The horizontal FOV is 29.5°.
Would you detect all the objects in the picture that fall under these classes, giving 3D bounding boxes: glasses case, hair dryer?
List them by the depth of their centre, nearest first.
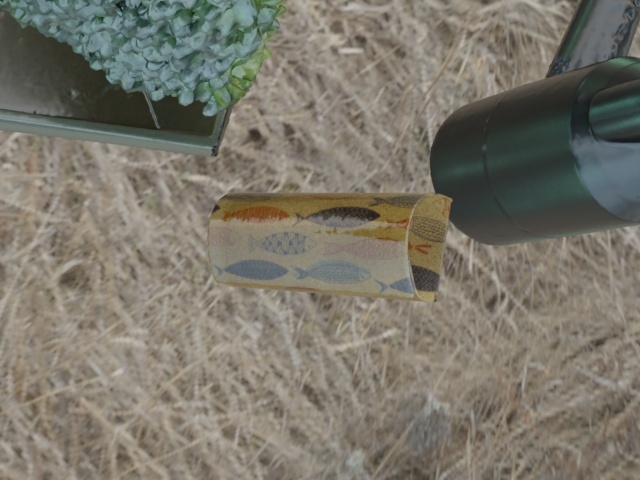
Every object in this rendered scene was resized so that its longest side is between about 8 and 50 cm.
[{"bbox_3d":[0.000,0.000,0.760,0.170,0.041,0.064,3,80,42],"label":"glasses case"},{"bbox_3d":[0.221,-0.144,0.850,0.116,0.244,0.302,30,71,-23],"label":"hair dryer"}]

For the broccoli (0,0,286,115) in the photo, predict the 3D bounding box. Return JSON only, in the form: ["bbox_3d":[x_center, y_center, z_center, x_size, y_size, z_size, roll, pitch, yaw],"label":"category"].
[{"bbox_3d":[-0.037,-0.246,0.686,0.353,0.397,0.275,8,138,33],"label":"broccoli"}]

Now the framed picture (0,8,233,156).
[{"bbox_3d":[-0.141,-0.179,0.873,0.192,0.018,0.265,9,58,3],"label":"framed picture"}]
